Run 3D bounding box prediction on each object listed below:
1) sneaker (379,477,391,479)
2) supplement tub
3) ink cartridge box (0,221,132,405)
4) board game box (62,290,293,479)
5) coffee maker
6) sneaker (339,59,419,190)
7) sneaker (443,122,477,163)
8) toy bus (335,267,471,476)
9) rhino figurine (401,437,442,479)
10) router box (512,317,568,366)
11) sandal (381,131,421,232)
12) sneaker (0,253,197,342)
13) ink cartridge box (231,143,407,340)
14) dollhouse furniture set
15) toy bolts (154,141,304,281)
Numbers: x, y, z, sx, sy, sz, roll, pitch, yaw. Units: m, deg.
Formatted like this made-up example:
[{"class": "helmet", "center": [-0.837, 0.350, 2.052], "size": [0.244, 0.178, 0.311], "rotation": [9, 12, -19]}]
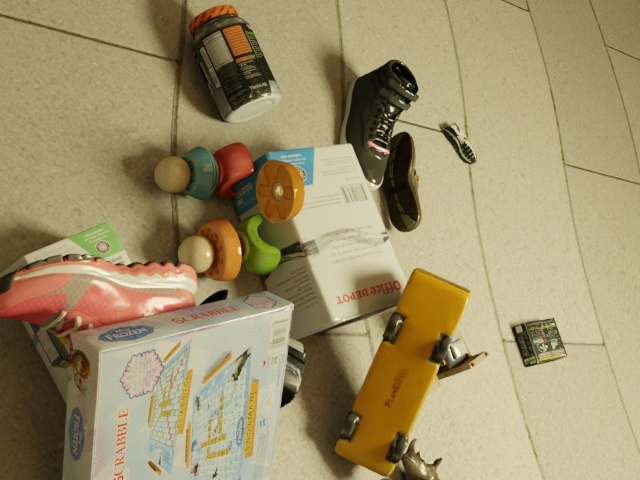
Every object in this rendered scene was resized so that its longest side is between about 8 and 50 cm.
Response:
[{"class": "sneaker", "center": [0.101, 0.487, 1.452], "size": [0.069, 0.082, 0.209], "rotation": [22, 42, -36]}, {"class": "supplement tub", "center": [-0.157, -0.316, 1.640], "size": [0.117, 0.117, 0.190], "rotation": [-17, 80, -47]}, {"class": "ink cartridge box", "center": [-0.321, 0.102, 1.273], "size": [0.154, 0.093, 0.212], "rotation": [-27, 90, -48]}, {"class": "board game box", "center": [-0.186, 0.246, 1.209], "size": [0.318, 0.066, 0.319], "rotation": [-9, 113, -46]}, {"class": "coffee maker", "center": [-0.127, 0.192, 1.409], "size": [0.178, 0.120, 0.171], "rotation": [37, 70, -22]}, {"class": "sneaker", "center": [0.125, -0.246, 1.842], "size": [0.104, 0.147, 0.296], "rotation": [26, 51, -31]}, {"class": "sneaker", "center": [0.329, -0.226, 2.109], "size": [0.109, 0.040, 0.044], "rotation": [56, 41, -5]}, {"class": "toy bus", "center": [0.138, 0.217, 1.533], "size": [0.108, 0.333, 0.130], "rotation": [23, 3, 8]}, {"class": "rhino figurine", "center": [0.181, 0.461, 1.568], "size": [0.106, 0.073, 0.243], "rotation": [9, 61, -36]}, {"class": "router box", "center": [0.482, 0.223, 2.008], "size": [0.122, 0.038, 0.092], "rotation": [-2, 69, -44]}, {"class": "sandal", "center": [0.173, -0.116, 1.870], "size": [0.060, 0.090, 0.219], "rotation": [24, 50, -54]}, {"class": "sneaker", "center": [-0.277, 0.097, 1.164], "size": [0.313, 0.116, 0.136], "rotation": [3, 69, -44]}, {"class": "ink cartridge box", "center": [0.000, 0.000, 1.605], "size": [0.223, 0.129, 0.307], "rotation": [-11, 77, -47]}, {"class": "dollhouse furniture set", "center": [0.190, 0.205, 1.672], "size": [0.183, 0.129, 0.129], "rotation": [-25, 86, -47]}, {"class": "toy bolts", "center": [-0.160, -0.071, 1.460], "size": [0.158, 0.218, 0.228], "rotation": [-7, 55, -39]}]
